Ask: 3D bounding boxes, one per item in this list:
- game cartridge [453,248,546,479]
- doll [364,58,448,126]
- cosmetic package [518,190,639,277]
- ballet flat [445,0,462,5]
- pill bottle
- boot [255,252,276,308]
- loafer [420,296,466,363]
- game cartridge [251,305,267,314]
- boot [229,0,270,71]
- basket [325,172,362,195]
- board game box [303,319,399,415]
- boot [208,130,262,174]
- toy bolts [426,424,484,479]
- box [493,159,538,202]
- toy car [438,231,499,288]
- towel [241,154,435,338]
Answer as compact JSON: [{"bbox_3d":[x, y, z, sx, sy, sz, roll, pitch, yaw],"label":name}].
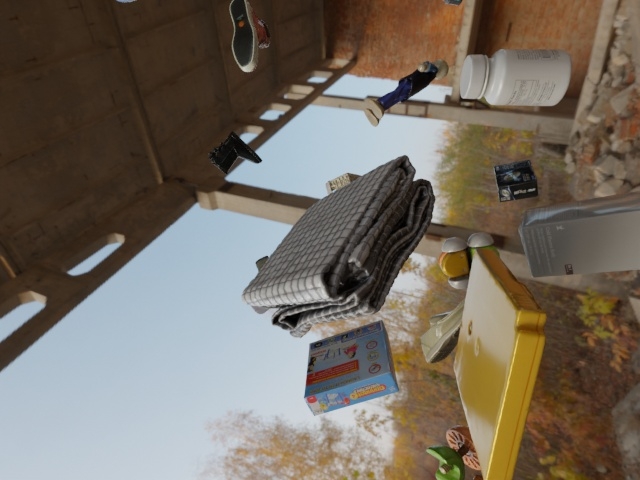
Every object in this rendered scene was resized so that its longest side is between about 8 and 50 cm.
[{"bbox_3d":[0.301,0.193,0.726,0.324,0.052,0.286,-62,-23,-72],"label":"game cartridge"},{"bbox_3d":[0.171,-0.296,0.802,0.189,0.046,0.129,-37,-2,-10],"label":"doll"},{"bbox_3d":[0.536,-0.010,0.810,0.107,0.237,0.127,-42,-66,-47],"label":"cosmetic package"},{"bbox_3d":[0.426,-0.782,1.266,0.074,0.074,0.203,77,-151,-51],"label":"ballet flat"},{"bbox_3d":[0.476,-0.404,1.025,0.131,0.229,0.131,2,-90,-86],"label":"pill bottle"},{"bbox_3d":[-0.087,0.094,1.172,0.083,0.246,0.161,29,-130,-56],"label":"boot"},{"bbox_3d":[0.362,0.236,1.163,0.101,0.092,0.269,4,-52,-39],"label":"loafer"},{"bbox_3d":[-0.106,0.143,1.415,0.297,0.062,0.198,-39,3,-7],"label":"game cartridge"},{"bbox_3d":[-0.211,-0.644,1.360,0.176,0.088,0.245,17,-117,-65],"label":"boot"},{"bbox_3d":[0.116,-0.167,1.474,0.167,0.103,0.114,1,-109,-48],"label":"basket"},{"bbox_3d":[0.105,0.445,1.476,0.302,0.308,0.086,-83,-29,-67],"label":"board game box"},{"bbox_3d":[-0.230,-0.221,1.108,0.121,0.045,0.099,41,-93,-23],"label":"boot"},{"bbox_3d":[0.377,0.539,0.906,0.158,0.218,0.229,-25,-77,-25],"label":"toy bolts"},{"bbox_3d":[0.813,-0.250,1.724,0.180,0.147,0.078,-69,-36,-48],"label":"box"},{"bbox_3d":[0.463,0.059,1.303,0.136,0.181,0.159,-69,-32,-82],"label":"toy car"},{"bbox_3d":[0.037,0.017,0.657,0.121,0.235,0.284,47,-127,-17],"label":"towel"}]
